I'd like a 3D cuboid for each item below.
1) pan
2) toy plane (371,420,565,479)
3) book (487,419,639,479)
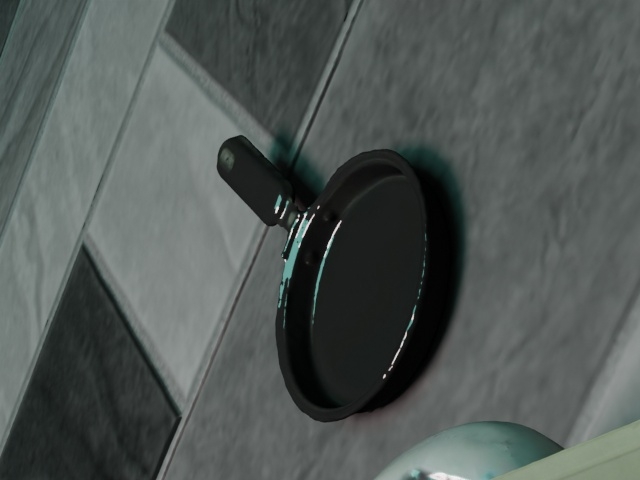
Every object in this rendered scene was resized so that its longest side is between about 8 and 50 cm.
[{"bbox_3d":[0.000,0.000,0.743,0.136,0.028,0.235,-65,34,17],"label":"pan"},{"bbox_3d":[0.040,0.193,0.488,0.267,0.122,0.267,-12,72,39],"label":"toy plane"},{"bbox_3d":[0.093,0.125,0.389,0.232,0.022,0.162,-24,47,8],"label":"book"}]
